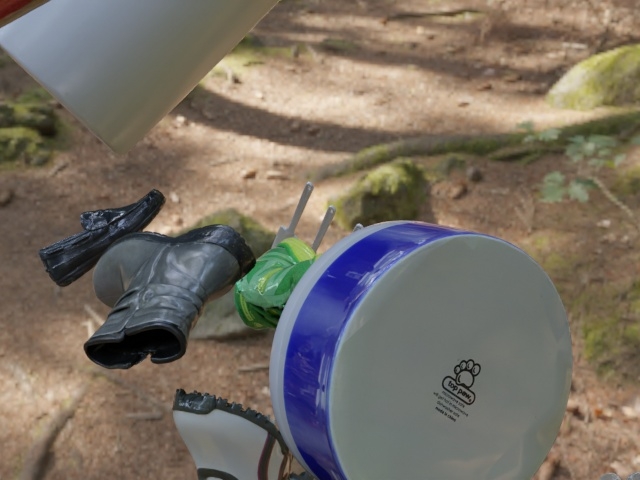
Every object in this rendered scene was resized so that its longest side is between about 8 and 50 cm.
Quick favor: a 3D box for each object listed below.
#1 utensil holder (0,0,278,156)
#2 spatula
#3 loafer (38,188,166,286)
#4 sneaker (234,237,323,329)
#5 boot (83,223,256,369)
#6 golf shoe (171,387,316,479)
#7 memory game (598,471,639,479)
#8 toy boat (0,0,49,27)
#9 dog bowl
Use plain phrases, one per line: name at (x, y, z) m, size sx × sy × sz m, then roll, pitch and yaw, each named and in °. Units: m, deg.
utensil holder at (-0.273, -0.363, 1.344) m, size 0.385 × 0.327 × 0.327 m, roll -47°, pitch 38°, yaw -6°
spatula at (0.000, 0.000, 1.742) m, size 0.168 × 0.242 × 0.019 m, roll 40°, pitch 53°, yaw 10°
loafer at (-0.338, -0.015, 1.415) m, size 0.223 × 0.078 × 0.076 m, roll -35°, pitch 10°, yaw 9°
sneaker at (-0.034, 0.074, 1.099) m, size 0.123 × 0.109 × 0.295 m, roll -29°, pitch 11°, yaw -8°
boot at (-0.192, 0.063, 0.936) m, size 0.246 × 0.083 × 0.161 m, roll -13°, pitch 28°, yaw 42°
golf shoe at (-0.081, 0.259, 0.959) m, size 0.105 × 0.273 × 0.120 m, roll 2°, pitch 48°, yaw 33°
memory game at (0.397, 0.393, 1.207) m, size 0.012 × 0.186 × 0.186 m, roll 39°, pitch -1°, yaw -38°
toy boat at (-0.253, -0.219, 0.588) m, size 0.231 × 0.151 × 0.151 m, roll -25°, pitch -7°, yaw 15°
dog bowl at (0.094, 0.117, 0.820) m, size 0.265 × 0.265 × 0.104 m, roll -10°, pitch 11°, yaw -28°
